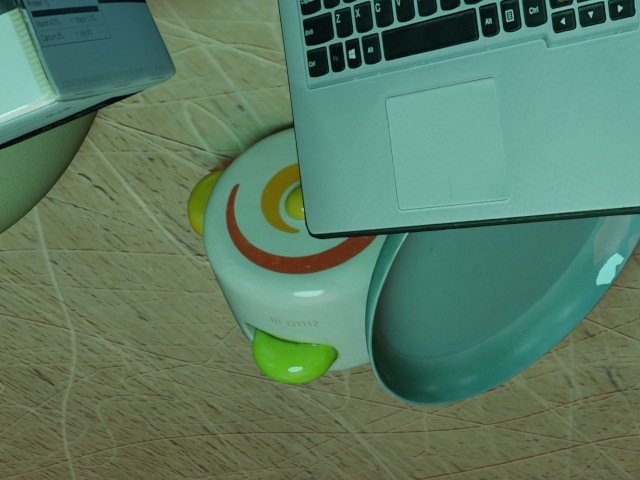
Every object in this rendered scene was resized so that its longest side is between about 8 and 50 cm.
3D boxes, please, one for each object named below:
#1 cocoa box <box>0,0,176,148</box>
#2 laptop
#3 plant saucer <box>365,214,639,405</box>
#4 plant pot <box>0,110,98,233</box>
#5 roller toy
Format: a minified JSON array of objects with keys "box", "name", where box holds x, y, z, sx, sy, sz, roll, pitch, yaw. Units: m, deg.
[{"box":[-0.320,-0.145,1.090,0.347,0.231,0.228,-21,94,15],"name":"cocoa box"},{"box":[-0.011,-0.198,0.979,0.236,0.408,0.382,-8,-178,-34],"name":"laptop"},{"box":[0.156,0.002,1.353,0.317,0.044,0.318,-26,139,-25],"name":"plant saucer"},{"box":[-0.334,-0.092,1.336,0.284,0.191,0.284,6,145,4],"name":"plant pot"},{"box":[0.000,0.000,1.402,0.191,0.209,0.146,-25,143,-4],"name":"roller toy"}]
